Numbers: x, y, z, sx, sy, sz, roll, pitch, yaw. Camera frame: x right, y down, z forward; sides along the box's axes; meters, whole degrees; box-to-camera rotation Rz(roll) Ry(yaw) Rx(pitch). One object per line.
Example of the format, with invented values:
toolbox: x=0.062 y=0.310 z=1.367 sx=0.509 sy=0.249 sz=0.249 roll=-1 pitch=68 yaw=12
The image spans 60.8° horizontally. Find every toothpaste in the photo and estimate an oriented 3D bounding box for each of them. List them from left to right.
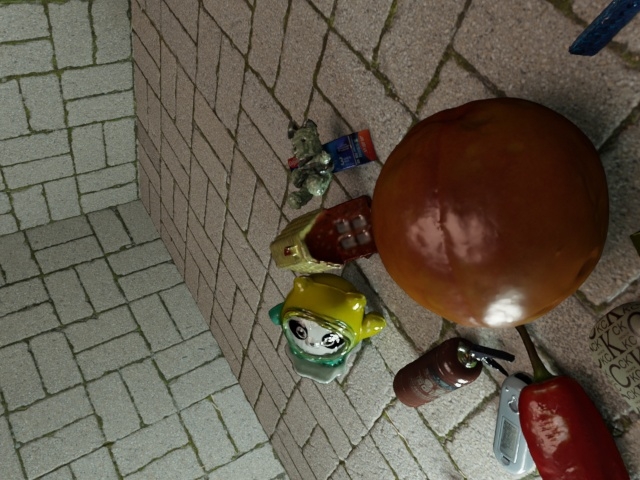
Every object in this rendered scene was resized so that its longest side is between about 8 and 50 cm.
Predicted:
toothpaste: x=0.019 y=-0.204 z=1.375 sx=0.320 sy=0.066 sz=0.076 roll=-5 pitch=103 yaw=61

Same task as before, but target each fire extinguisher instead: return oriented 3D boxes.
fire extinguisher: x=0.290 y=0.290 z=1.197 sx=0.138 sy=0.102 sz=0.344 roll=33 pitch=146 yaw=-1

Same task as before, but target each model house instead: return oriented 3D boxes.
model house: x=0.000 y=0.000 z=1.343 sx=0.196 sy=0.254 sz=0.159 roll=-16 pitch=89 yaw=61

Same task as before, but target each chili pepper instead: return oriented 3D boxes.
chili pepper: x=0.411 y=0.302 z=0.949 sx=0.135 sy=0.131 sz=0.338 roll=-27 pitch=82 yaw=52

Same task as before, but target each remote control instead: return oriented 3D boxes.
remote control: x=0.397 y=0.375 z=1.104 sx=0.087 sy=0.047 sz=0.244 roll=35 pitch=134 yaw=51

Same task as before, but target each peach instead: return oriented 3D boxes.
peach: x=0.237 y=-0.051 z=0.814 sx=0.343 sy=0.343 sz=0.301 roll=18 pitch=145 yaw=55

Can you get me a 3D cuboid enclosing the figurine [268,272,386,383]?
figurine: x=0.010 y=0.226 z=1.507 sx=0.324 sy=0.231 sz=0.340 roll=19 pitch=137 yaw=7

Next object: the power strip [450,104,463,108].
power strip: x=0.260 y=-0.119 z=1.030 sx=0.118 sy=0.046 sz=0.270 roll=42 pitch=140 yaw=36

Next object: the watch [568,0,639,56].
watch: x=0.447 y=-0.285 z=0.600 sx=0.276 sy=0.068 sz=0.274 roll=46 pitch=148 yaw=36

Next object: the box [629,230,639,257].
box: x=0.514 y=0.018 z=0.697 sx=0.193 sy=0.030 sz=0.121 roll=-34 pitch=77 yaw=60

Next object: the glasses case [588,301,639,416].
glasses case: x=0.529 y=0.239 z=0.750 sx=0.354 sy=0.085 sz=0.137 roll=53 pitch=148 yaw=27

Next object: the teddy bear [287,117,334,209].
teddy bear: x=-0.016 y=-0.181 z=1.297 sx=0.133 sy=0.111 sz=0.213 roll=-22 pitch=64 yaw=41
